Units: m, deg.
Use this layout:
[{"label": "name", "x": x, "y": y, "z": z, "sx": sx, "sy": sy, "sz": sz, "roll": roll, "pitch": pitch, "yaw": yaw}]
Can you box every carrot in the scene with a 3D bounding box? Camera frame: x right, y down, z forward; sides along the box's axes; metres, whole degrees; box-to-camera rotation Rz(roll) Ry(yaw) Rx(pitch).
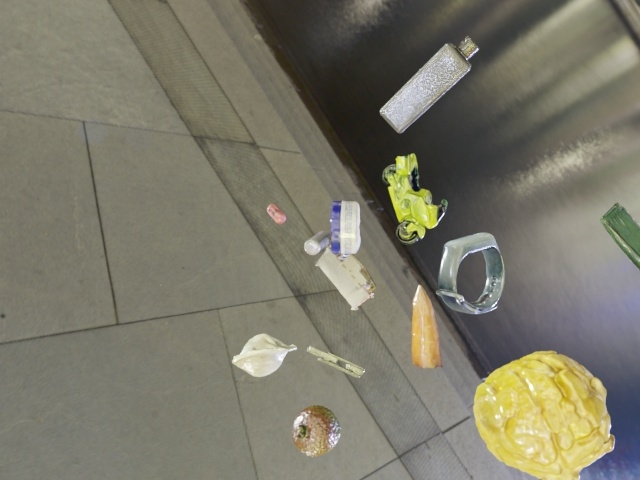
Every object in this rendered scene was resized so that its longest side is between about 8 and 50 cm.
[{"label": "carrot", "x": 0.243, "y": 0.203, "z": 1.020, "sx": 0.072, "sy": 0.072, "sz": 0.204, "roll": -19, "pitch": 103, "yaw": -45}]

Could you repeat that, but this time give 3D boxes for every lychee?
[{"label": "lychee", "x": -0.012, "y": 0.456, "z": 1.037, "sx": 0.147, "sy": 0.114, "sz": 0.114, "roll": 18, "pitch": 55, "yaw": -51}]

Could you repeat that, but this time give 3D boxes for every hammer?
[{"label": "hammer", "x": -0.150, "y": -0.089, "z": 1.459, "sx": 0.043, "sy": 0.043, "sz": 0.083, "roll": -2, "pitch": 37, "yaw": -42}]

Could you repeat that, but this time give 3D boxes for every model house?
[{"label": "model house", "x": 0.154, "y": 0.169, "z": 2.096, "sx": 0.326, "sy": 0.169, "sz": 0.244, "roll": 50, "pitch": 12, "yaw": 20}]

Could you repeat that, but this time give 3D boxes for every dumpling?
[{"label": "dumpling", "x": -0.169, "y": 0.358, "z": 1.366, "sx": 0.216, "sy": 0.167, "sz": 0.126, "roll": 38, "pitch": 37, "yaw": -39}]

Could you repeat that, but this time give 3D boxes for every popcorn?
[{"label": "popcorn", "x": 0.675, "y": 0.544, "z": 1.339, "sx": 0.355, "sy": 0.389, "sz": 0.344, "roll": 3, "pitch": 26, "yaw": -8}]

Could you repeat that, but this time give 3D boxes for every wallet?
[{"label": "wallet", "x": 0.935, "y": 0.006, "z": 1.282, "sx": 0.160, "sy": 0.055, "sz": 0.236, "roll": -24, "pitch": 72, "yaw": -40}]

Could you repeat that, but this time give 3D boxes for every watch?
[{"label": "watch", "x": 0.361, "y": 0.086, "z": 1.028, "sx": 0.207, "sy": 0.068, "sz": 0.192, "roll": -14, "pitch": 100, "yaw": -34}]

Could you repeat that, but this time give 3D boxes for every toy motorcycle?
[{"label": "toy motorcycle", "x": 0.348, "y": -0.163, "z": 1.592, "sx": 0.142, "sy": 0.206, "sz": 0.342, "roll": 45, "pitch": 31, "yaw": -65}]

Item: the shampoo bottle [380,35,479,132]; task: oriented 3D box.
[{"label": "shampoo bottle", "x": 0.253, "y": -0.362, "z": 0.996, "sx": 0.079, "sy": 0.246, "sz": 0.080, "roll": 46, "pitch": 31, "yaw": -4}]

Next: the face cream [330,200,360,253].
[{"label": "face cream", "x": 0.098, "y": -0.050, "z": 1.655, "sx": 0.111, "sy": 0.206, "sz": 0.205, "roll": -1, "pitch": 59, "yaw": 5}]

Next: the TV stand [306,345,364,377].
[{"label": "TV stand", "x": 0.059, "y": 0.482, "z": 1.714, "sx": 0.249, "sy": 0.036, "sz": 0.042, "roll": 27, "pitch": 68, "yaw": -12}]

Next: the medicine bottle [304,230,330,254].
[{"label": "medicine bottle", "x": 0.000, "y": 0.000, "z": 1.555, "sx": 0.057, "sy": 0.058, "sz": 0.199, "roll": 55, "pitch": 24, "yaw": -2}]
